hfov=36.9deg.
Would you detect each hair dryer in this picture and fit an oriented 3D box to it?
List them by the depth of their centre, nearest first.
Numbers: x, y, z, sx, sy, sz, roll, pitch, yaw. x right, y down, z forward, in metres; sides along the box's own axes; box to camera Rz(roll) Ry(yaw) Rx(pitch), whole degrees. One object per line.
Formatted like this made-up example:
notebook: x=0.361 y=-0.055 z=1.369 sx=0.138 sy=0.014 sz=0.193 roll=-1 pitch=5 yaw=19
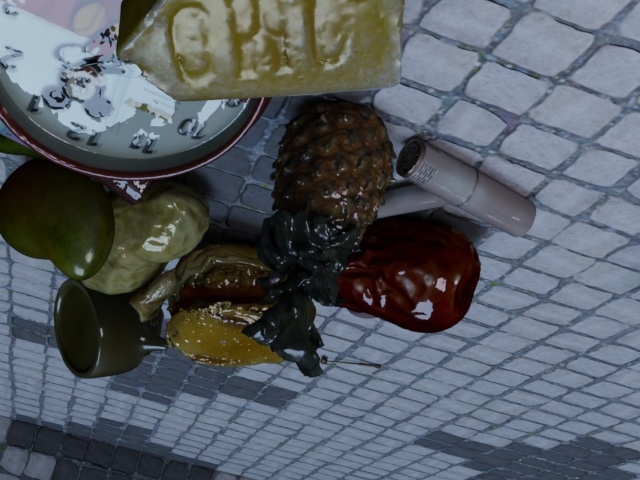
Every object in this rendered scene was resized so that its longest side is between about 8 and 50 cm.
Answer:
hair dryer: x=0.136 y=-0.042 z=1.251 sx=0.195 sy=0.054 sz=0.220 roll=25 pitch=153 yaw=-26

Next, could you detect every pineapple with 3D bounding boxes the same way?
pineapple: x=0.000 y=0.000 z=1.098 sx=0.141 sy=0.310 sz=0.170 roll=2 pitch=153 yaw=24

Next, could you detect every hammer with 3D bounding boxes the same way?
hammer: x=0.060 y=0.246 z=1.926 sx=0.122 sy=0.014 sz=0.029 roll=4 pitch=162 yaw=10

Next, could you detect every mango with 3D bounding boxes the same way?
mango: x=-0.357 y=-0.039 z=1.304 sx=0.289 sy=0.146 sz=0.129 roll=16 pitch=154 yaw=50

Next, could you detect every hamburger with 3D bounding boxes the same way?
hamburger: x=-0.129 y=0.095 z=1.500 sx=0.244 sy=0.163 sz=0.244 roll=-1 pitch=151 yaw=-1

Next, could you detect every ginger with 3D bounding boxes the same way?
ginger: x=-0.254 y=0.085 z=1.447 sx=0.057 sy=0.044 sz=0.137 roll=3 pitch=155 yaw=-26

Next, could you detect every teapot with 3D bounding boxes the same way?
teapot: x=-0.371 y=0.143 z=1.736 sx=0.175 sy=0.186 sz=0.267 roll=-4 pitch=-157 yaw=-41

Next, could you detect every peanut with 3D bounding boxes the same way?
peanut: x=-0.273 y=-0.008 z=1.420 sx=0.147 sy=0.147 sz=0.305 roll=23 pitch=148 yaw=-23

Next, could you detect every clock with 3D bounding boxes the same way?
clock: x=-0.196 y=-0.194 z=0.979 sx=0.318 sy=0.080 sz=0.319 roll=-5 pitch=136 yaw=-4

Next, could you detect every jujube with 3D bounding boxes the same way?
jujube: x=0.103 y=0.043 z=1.328 sx=0.230 sy=0.155 sz=0.155 roll=8 pitch=155 yaw=19

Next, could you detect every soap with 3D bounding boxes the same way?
soap: x=-0.056 y=-0.207 z=0.865 sx=0.257 sy=0.080 sz=0.160 roll=-5 pitch=137 yaw=0

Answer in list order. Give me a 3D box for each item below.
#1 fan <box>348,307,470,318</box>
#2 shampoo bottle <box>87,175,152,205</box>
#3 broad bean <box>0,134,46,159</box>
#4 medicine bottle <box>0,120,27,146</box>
fan: x=0.130 y=0.087 z=1.506 sx=0.130 sy=0.074 sz=0.244 roll=17 pitch=162 yaw=-37
shampoo bottle: x=-0.312 y=-0.137 z=1.204 sx=0.236 sy=0.067 sz=0.068 roll=37 pitch=111 yaw=-17
broad bean: x=-0.388 y=-0.136 z=1.286 sx=0.256 sy=0.053 sz=0.052 roll=7 pitch=159 yaw=12
medicine bottle: x=-0.272 y=-0.149 z=1.128 sx=0.188 sy=0.119 sz=0.094 roll=28 pitch=141 yaw=-29
